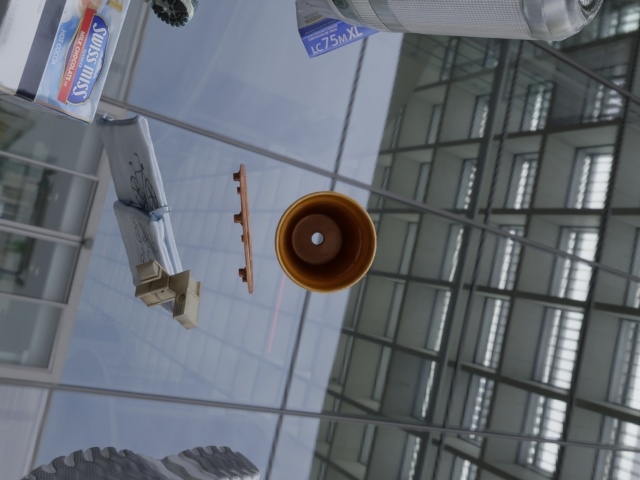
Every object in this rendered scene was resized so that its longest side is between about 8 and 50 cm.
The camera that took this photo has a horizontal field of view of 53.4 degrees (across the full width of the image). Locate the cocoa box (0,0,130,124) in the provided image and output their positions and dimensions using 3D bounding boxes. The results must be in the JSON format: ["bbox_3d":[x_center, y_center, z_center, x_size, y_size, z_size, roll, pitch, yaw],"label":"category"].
[{"bbox_3d":[-0.569,-0.444,1.311,0.231,0.228,0.347,16,-91,43],"label":"cocoa box"}]

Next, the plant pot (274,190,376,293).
[{"bbox_3d":[0.000,0.000,1.355,0.188,0.205,0.205,-161,-94,-82],"label":"plant pot"}]

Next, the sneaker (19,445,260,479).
[{"bbox_3d":[-0.186,0.292,0.668,0.105,0.281,0.115,22,-86,47],"label":"sneaker"}]

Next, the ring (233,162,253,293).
[{"bbox_3d":[-0.198,-0.029,1.628,0.336,0.032,0.337,176,-90,-85],"label":"ring"}]

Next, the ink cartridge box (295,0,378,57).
[{"bbox_3d":[0.052,-0.404,1.119,0.186,0.065,0.311,-20,-153,8],"label":"ink cartridge box"}]

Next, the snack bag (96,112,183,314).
[{"bbox_3d":[-0.319,-0.052,1.112,0.323,0.037,0.342,17,-60,59],"label":"snack bag"}]

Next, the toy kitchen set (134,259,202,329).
[{"bbox_3d":[-0.211,0.075,0.832,0.083,0.068,0.075,-17,-133,15],"label":"toy kitchen set"}]

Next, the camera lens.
[{"bbox_3d":[0.130,-0.302,0.582,0.274,0.219,0.219,14,-92,30],"label":"camera lens"}]

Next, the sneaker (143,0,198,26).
[{"bbox_3d":[-0.444,-0.675,1.652,0.110,0.283,0.122,-40,-162,39],"label":"sneaker"}]
